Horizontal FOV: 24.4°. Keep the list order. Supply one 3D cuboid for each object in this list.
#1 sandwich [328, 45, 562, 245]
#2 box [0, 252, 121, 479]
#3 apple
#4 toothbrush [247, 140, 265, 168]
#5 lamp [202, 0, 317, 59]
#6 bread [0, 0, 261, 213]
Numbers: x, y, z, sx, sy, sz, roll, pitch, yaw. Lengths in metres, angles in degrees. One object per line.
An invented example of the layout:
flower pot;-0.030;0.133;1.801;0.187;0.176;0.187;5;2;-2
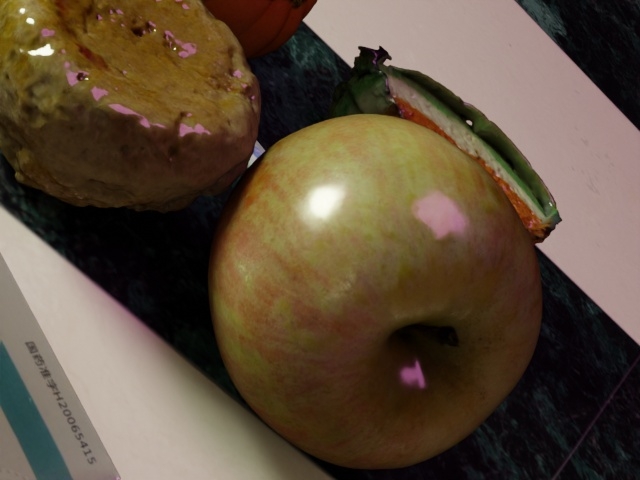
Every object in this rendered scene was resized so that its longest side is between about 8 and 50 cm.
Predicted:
sandwich;0.123;-0.049;1.495;0.292;0.109;0.212;21;48;-42
box;-0.271;0.025;0.843;0.200;0.065;0.343;-11;68;-59
apple;0.033;0.033;1.123;0.257;0.256;0.234;31;8;-36
toothbrush;-0.002;0.002;1.325;0.386;0.040;0.040;50;28;0
lamp;-0.087;-0.268;1.320;0.223;0.197;0.223;-18;111;-57
bread;-0.156;-0.114;1.105;0.230;0.123;0.230;28;38;-25
